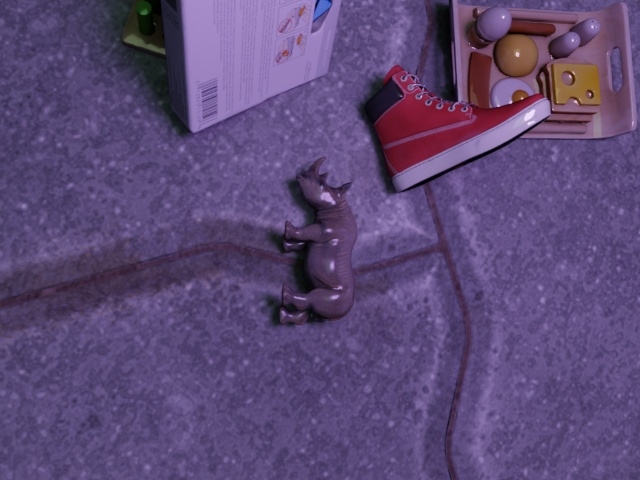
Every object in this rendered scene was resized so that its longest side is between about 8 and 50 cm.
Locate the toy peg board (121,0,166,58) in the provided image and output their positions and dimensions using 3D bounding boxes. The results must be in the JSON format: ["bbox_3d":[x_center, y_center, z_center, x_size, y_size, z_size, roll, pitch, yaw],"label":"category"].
[{"bbox_3d":[-0.180,-0.338,0.879,0.161,0.079,0.161,16,81,-10],"label":"toy peg board"}]

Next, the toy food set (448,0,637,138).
[{"bbox_3d":[0.347,-0.276,0.976,0.307,0.092,0.219,-1,84,-12],"label":"toy food set"}]

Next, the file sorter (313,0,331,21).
[{"bbox_3d":[0.015,-0.433,0.917,0.170,0.104,0.118,-43,93,-12],"label":"file sorter"}]

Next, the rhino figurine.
[{"bbox_3d":[0.000,0.000,0.884,0.107,0.073,0.243,4,82,-8],"label":"rhino figurine"}]

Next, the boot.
[{"bbox_3d":[0.182,-0.192,0.881,0.244,0.088,0.176,-22,86,30],"label":"boot"}]

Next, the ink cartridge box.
[{"bbox_3d":[-0.082,-0.288,0.798,0.239,0.275,0.060,-31,68,-25],"label":"ink cartridge box"}]
